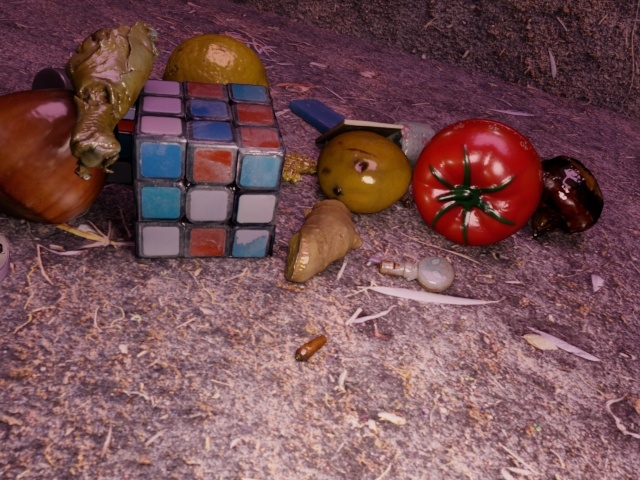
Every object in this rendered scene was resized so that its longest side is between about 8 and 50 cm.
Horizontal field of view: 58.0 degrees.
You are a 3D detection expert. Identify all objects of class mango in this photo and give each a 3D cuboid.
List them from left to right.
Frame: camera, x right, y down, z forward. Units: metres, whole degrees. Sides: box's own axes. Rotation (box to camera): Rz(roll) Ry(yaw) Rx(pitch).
[{"bbox_3d":[0.140,-0.240,1.843,0.302,0.220,0.445,4,29,6],"label":"mango"}]

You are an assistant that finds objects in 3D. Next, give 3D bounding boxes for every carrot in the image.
[{"bbox_3d":[-0.020,0.235,1.267,0.032,0.032,0.093,33,34,26],"label":"carrot"}]

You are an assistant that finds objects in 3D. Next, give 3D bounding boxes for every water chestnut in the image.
[{"bbox_3d":[0.786,-0.127,1.924,0.300,0.299,0.300,10,34,-7],"label":"water chestnut"}]

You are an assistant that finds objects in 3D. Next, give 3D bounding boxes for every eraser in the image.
[{"bbox_3d":[0.018,-0.487,2.312,0.144,0.042,0.312,-14,42,-38],"label":"eraser"}]

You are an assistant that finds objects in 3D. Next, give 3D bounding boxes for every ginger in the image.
[{"bbox_3d":[0.000,0.000,1.538,0.190,0.126,0.354,33,40,9],"label":"ginger"}]

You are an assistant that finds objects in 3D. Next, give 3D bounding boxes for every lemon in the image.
[{"bbox_3d":[-0.350,-0.527,1.981,0.388,0.349,0.349,10,34,2],"label":"lemon"}]

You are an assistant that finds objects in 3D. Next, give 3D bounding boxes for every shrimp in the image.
[{"bbox_3d":[0.291,-0.158,1.941,0.101,0.042,0.190,16,32,-10],"label":"shrimp"}]

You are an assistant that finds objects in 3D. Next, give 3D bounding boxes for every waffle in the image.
[{"bbox_3d":[-0.082,-0.239,1.913,0.149,0.051,0.194,35,34,27],"label":"waffle"}]

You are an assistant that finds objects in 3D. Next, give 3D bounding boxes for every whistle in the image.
[{"bbox_3d":[0.268,0.088,1.566,0.220,0.057,0.107,8,48,-2],"label":"whistle"}]

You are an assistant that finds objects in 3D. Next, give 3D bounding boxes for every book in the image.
[{"bbox_3d":[0.129,-0.377,2.049,0.217,0.021,0.310,1,-2,-19],"label":"book"}]

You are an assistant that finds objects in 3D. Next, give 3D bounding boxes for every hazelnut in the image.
[{"bbox_3d":[-0.664,-0.216,1.419,0.315,0.373,0.372,52,32,-14],"label":"hazelnut"}]

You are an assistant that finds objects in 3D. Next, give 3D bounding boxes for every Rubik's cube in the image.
[{"bbox_3d":[-0.540,-0.277,1.697,0.180,0.167,0.183,6,33,-12],"label":"Rubik's cube"},{"bbox_3d":[-0.299,-0.183,1.480,0.359,0.363,0.362,0,40,-13],"label":"Rubik's cube"}]

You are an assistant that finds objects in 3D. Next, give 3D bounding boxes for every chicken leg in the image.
[{"bbox_3d":[-0.471,-0.316,1.276,0.202,0.152,0.428,6,55,-13],"label":"chicken leg"}]

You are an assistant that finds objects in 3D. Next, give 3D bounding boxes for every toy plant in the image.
[{"bbox_3d":[-0.727,-0.472,1.905,0.280,0.185,0.400,16,16,21],"label":"toy plant"}]

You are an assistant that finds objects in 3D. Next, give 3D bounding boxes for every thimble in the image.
[{"bbox_3d":[0.316,-0.336,2.093,0.150,0.185,0.211,2,1,-21],"label":"thimble"}]

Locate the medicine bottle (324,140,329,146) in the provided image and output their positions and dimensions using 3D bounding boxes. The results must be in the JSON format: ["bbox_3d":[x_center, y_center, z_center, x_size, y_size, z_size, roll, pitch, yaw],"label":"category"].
[{"bbox_3d":[0.057,-0.334,2.102,0.083,0.047,0.047,16,34,2],"label":"medicine bottle"}]

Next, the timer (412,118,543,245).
[{"bbox_3d":[0.468,-0.177,1.730,0.378,0.377,0.279,25,39,15],"label":"timer"}]

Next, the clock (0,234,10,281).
[{"bbox_3d":[-0.770,0.026,1.266,0.198,0.064,0.172,27,37,16],"label":"clock"}]
